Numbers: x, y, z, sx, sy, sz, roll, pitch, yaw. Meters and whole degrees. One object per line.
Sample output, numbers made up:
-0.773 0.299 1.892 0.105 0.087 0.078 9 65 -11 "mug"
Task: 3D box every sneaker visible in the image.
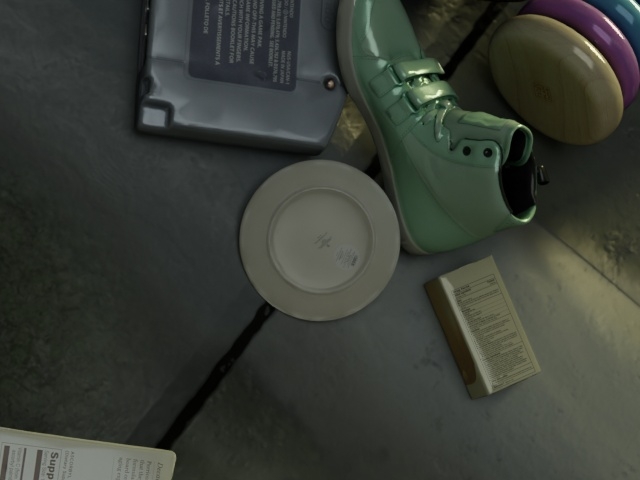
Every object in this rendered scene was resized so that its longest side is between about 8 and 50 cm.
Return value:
0.112 -0.121 1.407 0.094 0.151 0.255 -24 98 -47 "sneaker"

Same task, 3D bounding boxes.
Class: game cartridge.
-0.059 -0.225 1.447 0.196 0.060 0.294 6 77 -13 "game cartridge"

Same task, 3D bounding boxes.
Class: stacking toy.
0.306 -0.242 1.525 0.141 0.141 0.330 46 68 -4 "stacking toy"

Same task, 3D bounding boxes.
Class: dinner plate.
0.000 0.000 1.414 0.141 0.017 0.141 0 92 -5 "dinner plate"

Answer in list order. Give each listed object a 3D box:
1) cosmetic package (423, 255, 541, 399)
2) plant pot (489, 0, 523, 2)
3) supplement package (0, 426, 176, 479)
0.144 0.078 1.453 0.060 0.041 0.115 -20 85 -20 "cosmetic package"
0.136 -0.336 1.447 0.263 0.263 0.229 7 93 -17 "plant pot"
-0.210 0.283 1.205 0.145 0.204 0.261 10 76 -15 "supplement package"
